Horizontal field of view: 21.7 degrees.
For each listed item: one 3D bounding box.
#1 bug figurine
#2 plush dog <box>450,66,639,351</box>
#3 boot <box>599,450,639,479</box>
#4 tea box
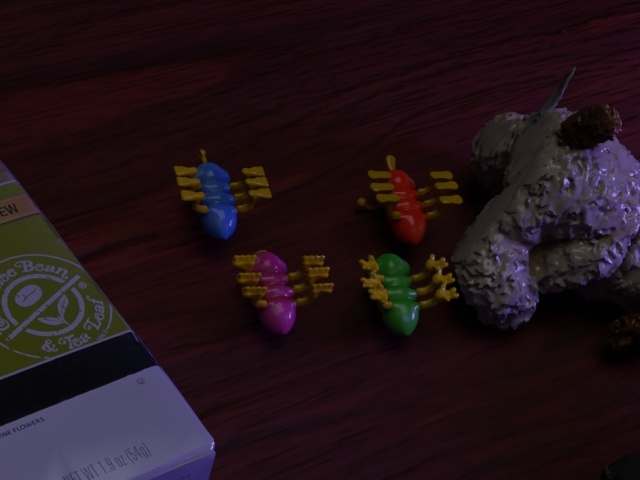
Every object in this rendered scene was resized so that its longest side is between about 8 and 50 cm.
[{"bbox_3d":[0.000,0.000,1.557,0.279,0.072,0.216,2,47,-18],"label":"bug figurine"},{"bbox_3d":[0.273,-0.018,1.607,0.225,0.210,0.262,35,41,-21],"label":"plush dog"},{"bbox_3d":[0.239,0.239,1.415,0.197,0.077,0.137,-3,31,-15],"label":"boot"},{"bbox_3d":[-0.307,0.154,1.191,0.329,0.220,0.323,-21,56,-34],"label":"tea box"}]
